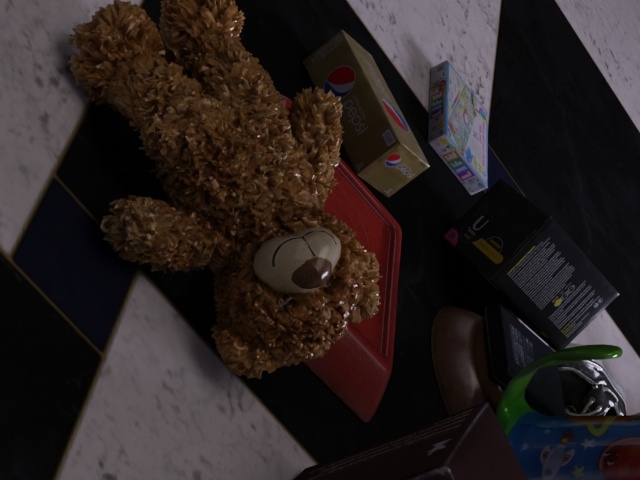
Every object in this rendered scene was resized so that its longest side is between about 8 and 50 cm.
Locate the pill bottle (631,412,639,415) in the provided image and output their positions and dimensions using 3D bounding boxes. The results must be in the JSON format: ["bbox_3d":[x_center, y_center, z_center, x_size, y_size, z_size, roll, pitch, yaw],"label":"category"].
[{"bbox_3d":[0.424,0.405,1.566,0.224,0.224,0.392,39,37,-41],"label":"pill bottle"}]

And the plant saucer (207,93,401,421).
[{"bbox_3d":[0.000,0.000,1.339,0.258,0.048,0.259,47,31,-31],"label":"plant saucer"}]

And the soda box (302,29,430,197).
[{"bbox_3d":[0.046,-0.135,1.472,0.061,0.058,0.181,33,26,-47],"label":"soda box"}]

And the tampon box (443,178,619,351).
[{"bbox_3d":[0.246,0.030,1.644,0.161,0.101,0.120,44,1,-34],"label":"tampon box"}]

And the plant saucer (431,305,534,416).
[{"bbox_3d":[0.190,0.160,1.557,0.198,0.036,0.198,42,35,-39],"label":"plant saucer"}]

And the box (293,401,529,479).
[{"bbox_3d":[0.121,0.344,1.115,0.381,0.191,0.143,63,27,-7],"label":"box"}]

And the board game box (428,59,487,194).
[{"bbox_3d":[0.178,-0.146,1.797,0.103,0.026,0.154,47,32,-31],"label":"board game box"}]

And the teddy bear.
[{"bbox_3d":[-0.070,-0.062,1.142,0.245,0.113,0.338,2,65,-39],"label":"teddy bear"}]

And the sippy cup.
[{"bbox_3d":[0.303,0.275,1.419,0.305,0.224,0.240,58,36,-27],"label":"sippy cup"}]

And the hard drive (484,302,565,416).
[{"bbox_3d":[0.233,0.140,1.584,0.135,0.022,0.094,39,37,-41],"label":"hard drive"}]

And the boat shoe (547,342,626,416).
[{"bbox_3d":[0.330,0.192,1.734,0.219,0.078,0.070,37,37,-46],"label":"boat shoe"}]
